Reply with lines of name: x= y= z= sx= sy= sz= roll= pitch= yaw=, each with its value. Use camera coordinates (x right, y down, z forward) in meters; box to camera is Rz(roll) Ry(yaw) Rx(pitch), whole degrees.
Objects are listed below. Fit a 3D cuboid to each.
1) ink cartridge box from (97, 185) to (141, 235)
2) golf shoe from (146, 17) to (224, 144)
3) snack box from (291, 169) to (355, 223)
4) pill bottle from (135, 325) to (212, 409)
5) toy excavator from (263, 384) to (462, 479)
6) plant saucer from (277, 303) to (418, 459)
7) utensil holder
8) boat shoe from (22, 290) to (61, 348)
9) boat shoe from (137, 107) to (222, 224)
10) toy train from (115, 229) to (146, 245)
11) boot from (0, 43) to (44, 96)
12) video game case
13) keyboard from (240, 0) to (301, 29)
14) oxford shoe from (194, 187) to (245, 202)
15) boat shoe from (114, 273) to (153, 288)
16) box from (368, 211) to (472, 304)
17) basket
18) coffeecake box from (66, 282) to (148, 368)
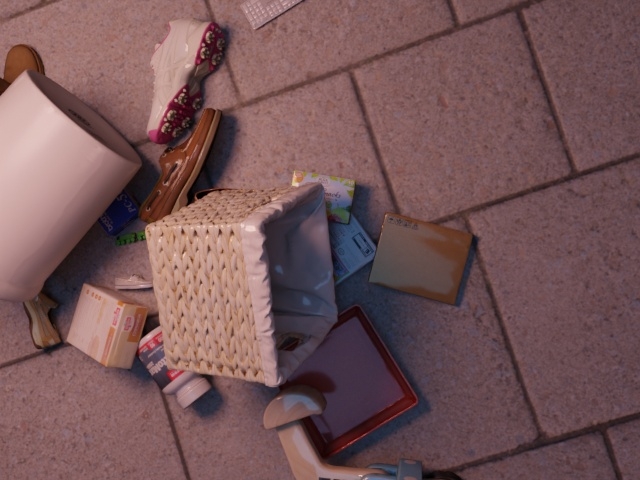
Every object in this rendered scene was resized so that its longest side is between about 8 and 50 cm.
ink cartridge box: x=-0.512 y=-0.121 z=1.720 sx=0.097 sy=0.046 sz=0.207 roll=-37 pitch=85 yaw=6
golf shoe: x=-0.337 y=-0.370 z=1.685 sx=0.140 sy=0.115 sz=0.306 roll=23 pitch=85 yaw=17
snack box: x=0.003 y=-0.096 z=1.636 sx=0.141 sy=0.037 sz=0.100 roll=10 pitch=89 yaw=6
pill bottle: x=-0.330 y=0.285 z=1.656 sx=0.108 sy=0.108 sz=0.180 roll=-39 pitch=85 yaw=4
toy excavator: x=0.093 y=0.540 z=1.527 sx=0.445 sy=0.222 sz=0.433 roll=4 pitch=92 yaw=6
plant saucer: x=0.046 y=0.313 z=1.640 sx=0.258 sy=0.048 sz=0.259 roll=-32 pitch=86 yaw=5
utensil holder: x=-0.621 y=-0.119 z=1.554 sx=0.327 sy=0.327 sz=0.385 roll=42 pitch=94 yaw=6
boat shoe: x=-0.653 y=0.157 z=1.726 sx=0.072 sy=0.068 sz=0.190 roll=-13 pitch=97 yaw=-6
boat shoe: x=-0.319 y=-0.169 z=1.658 sx=0.104 sy=0.111 sz=0.307 roll=23 pitch=91 yaw=-5
toy train: x=-0.444 y=-0.006 z=1.723 sx=0.083 sy=0.017 sz=0.024 roll=-12 pitch=77 yaw=6
boot: x=-0.719 y=-0.356 z=1.638 sx=0.089 sy=0.269 sz=0.236 roll=-6 pitch=88 yaw=6
video game case: x=0.000 y=0.000 z=1.667 sx=0.193 sy=0.023 sz=0.212 roll=-36 pitch=86 yaw=4
keyboard: x=-0.062 y=-0.583 z=1.695 sx=0.256 sy=0.014 sz=0.072 roll=-31 pitch=85 yaw=5
oxford shoe: x=-0.182 y=-0.086 z=1.656 sx=0.212 sy=0.076 sz=0.076 roll=-3 pitch=60 yaw=4
boat shoe: x=-0.433 y=0.095 z=1.711 sx=0.100 sy=0.035 sz=0.035 roll=-2 pitch=91 yaw=13
box: x=0.221 y=0.040 z=1.628 sx=0.201 sy=0.021 sz=0.165 roll=15 pitch=91 yaw=0
basket: x=-0.147 y=0.070 z=1.478 sx=0.266 sy=0.328 sz=0.332 roll=2 pitch=108 yaw=22
coffeecake box: x=-0.481 y=0.191 z=1.649 sx=0.185 sy=0.068 sz=0.142 roll=17 pitch=90 yaw=43
